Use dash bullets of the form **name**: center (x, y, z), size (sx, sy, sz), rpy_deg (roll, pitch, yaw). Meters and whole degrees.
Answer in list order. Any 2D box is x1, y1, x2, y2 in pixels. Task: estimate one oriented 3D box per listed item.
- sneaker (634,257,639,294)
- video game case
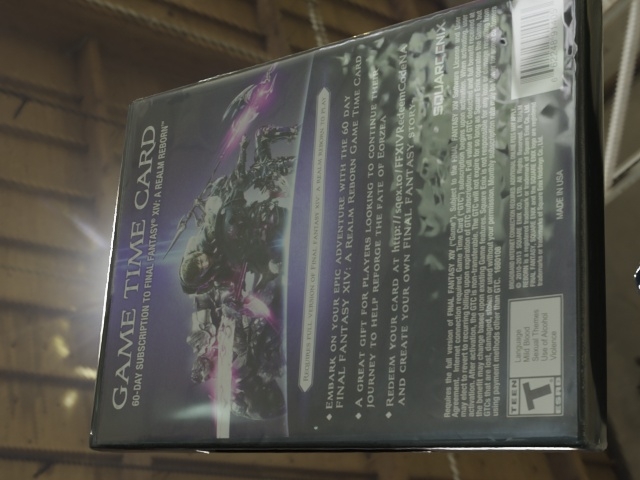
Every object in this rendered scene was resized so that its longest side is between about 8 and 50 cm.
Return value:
- **sneaker**: center (0.189, -0.026, 0.433), size (0.111, 0.300, 0.121), rpy_deg (18, -136, 38)
- **video game case**: center (0.000, 0.000, 0.501), size (0.026, 0.274, 0.196), rpy_deg (22, -114, -48)
